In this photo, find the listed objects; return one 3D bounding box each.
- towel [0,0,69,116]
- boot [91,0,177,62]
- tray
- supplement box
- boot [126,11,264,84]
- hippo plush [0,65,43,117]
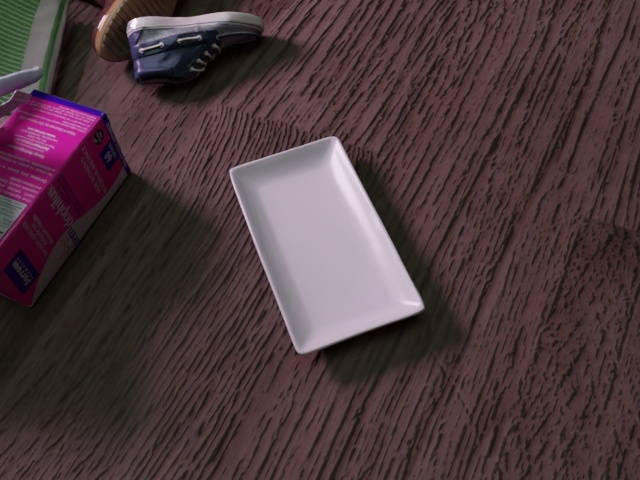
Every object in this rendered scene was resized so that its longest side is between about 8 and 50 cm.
[{"bbox_3d":[-0.493,-0.302,0.964,0.038,0.325,0.248,-27,53,40],"label":"towel"},{"bbox_3d":[-0.315,-0.364,1.122,0.207,0.090,0.248,12,60,29],"label":"boot"},{"bbox_3d":[0.000,0.000,0.859,0.145,0.030,0.270,-19,56,-7],"label":"tray"},{"bbox_3d":[-0.337,-0.052,0.875,0.114,0.111,0.220,19,60,16],"label":"supplement box"},{"bbox_3d":[-0.168,-0.263,1.042,0.190,0.069,0.086,-7,84,-11],"label":"boot"},{"bbox_3d":[-0.495,-0.131,0.779,0.294,0.236,0.234,-42,27,10],"label":"hippo plush"}]
